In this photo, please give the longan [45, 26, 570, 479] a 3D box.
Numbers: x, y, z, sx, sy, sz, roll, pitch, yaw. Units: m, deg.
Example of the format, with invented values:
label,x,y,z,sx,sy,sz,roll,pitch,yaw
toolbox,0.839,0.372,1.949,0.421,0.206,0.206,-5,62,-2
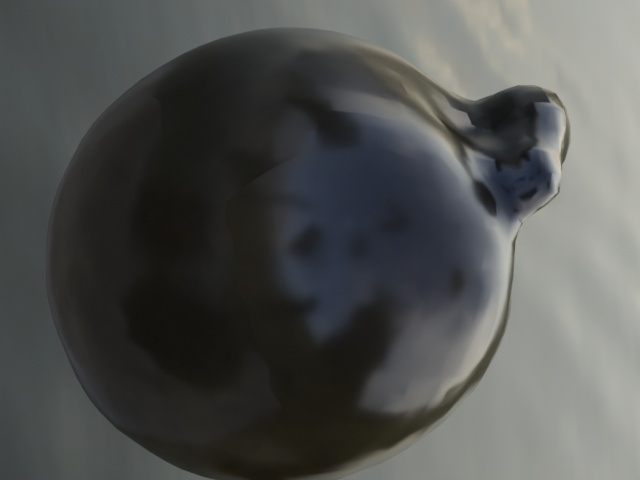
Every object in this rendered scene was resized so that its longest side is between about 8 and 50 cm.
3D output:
label,x,y,z,sx,sy,sz,roll,pitch,yaw
longan,0.000,0.000,0.396,0.106,0.119,0.106,-23,90,-87
